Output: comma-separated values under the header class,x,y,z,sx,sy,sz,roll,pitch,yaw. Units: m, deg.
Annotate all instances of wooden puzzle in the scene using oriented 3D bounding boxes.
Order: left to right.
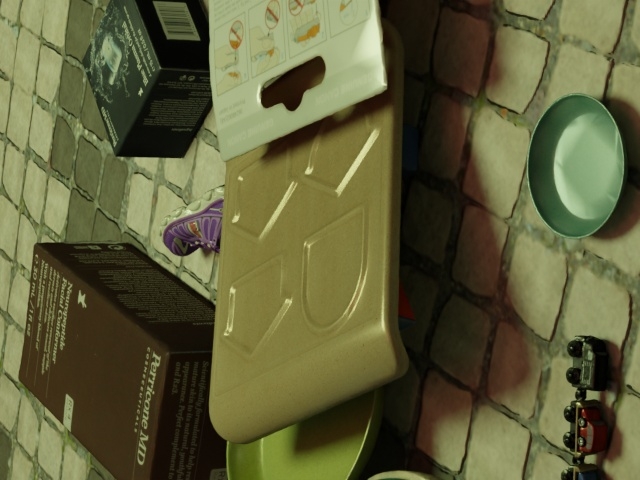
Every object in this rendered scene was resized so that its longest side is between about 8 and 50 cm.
class,x,y,z,sx,sy,sz,roll,pitch,yaw
wooden puzzle,0.000,0.000,1.604,0.322,0.080,0.348,-31,55,52

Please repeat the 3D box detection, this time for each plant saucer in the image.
class,x,y,z,sx,sy,sz,roll,pitch,yaw
plant saucer,-0.010,0.178,1.641,0.241,0.037,0.241,-31,48,42
plant saucer,0.215,-0.061,1.350,0.119,0.021,0.119,2,93,57

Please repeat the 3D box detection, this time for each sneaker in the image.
class,x,y,z,sx,sy,sz,roll,pitch,yaw
sneaker,-0.125,-0.010,1.848,0.170,0.068,0.071,-30,71,53

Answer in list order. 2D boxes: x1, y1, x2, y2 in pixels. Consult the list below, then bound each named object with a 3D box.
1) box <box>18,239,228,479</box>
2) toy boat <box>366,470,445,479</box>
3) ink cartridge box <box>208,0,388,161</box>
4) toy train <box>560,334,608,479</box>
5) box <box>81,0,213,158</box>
class,x,y,z,sx,sy,sz,roll,pitch,yaw
box,-0.216,0.147,1.927,0.381,0.143,0.191,29,114,52
toy boat,0.034,0.353,1.524,0.318,0.148,0.267,-20,74,56
ink cartridge box,-0.002,-0.292,1.613,0.308,0.091,0.385,-19,72,56
toy train,0.218,0.156,1.346,0.036,0.027,0.158,6,95,47
box,-0.196,-0.204,1.931,0.158,0.093,0.156,-56,46,43
